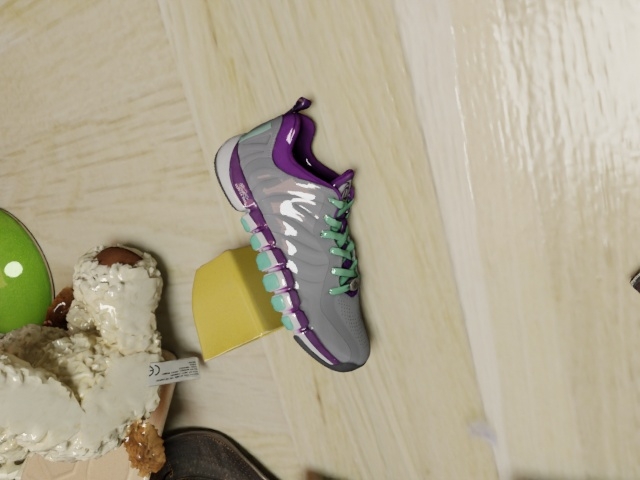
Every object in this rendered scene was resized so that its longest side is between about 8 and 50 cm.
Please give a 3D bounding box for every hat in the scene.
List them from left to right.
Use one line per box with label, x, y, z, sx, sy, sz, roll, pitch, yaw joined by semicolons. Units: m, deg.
hat;-0.158;0.395;0.625;0.331;0.134;0.332;10;112;24

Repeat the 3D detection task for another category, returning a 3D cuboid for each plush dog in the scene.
plush dog;-0.281;0.150;0.556;0.225;0.262;0.211;-6;120;37

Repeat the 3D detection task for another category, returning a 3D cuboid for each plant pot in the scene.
plant pot;-0.071;0.051;0.489;0.081;0.081;0.083;-30;80;33

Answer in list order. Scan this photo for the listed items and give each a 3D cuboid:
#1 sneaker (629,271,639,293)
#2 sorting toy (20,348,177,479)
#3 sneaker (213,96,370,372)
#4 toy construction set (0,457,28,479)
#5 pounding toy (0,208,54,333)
sneaker;0.231;0.019;0.338;0.057;0.047;0.120;1;107;40
sorting toy;-0.265;0.225;0.637;0.192;0.038;0.209;4;77;27
sneaker;0.000;0.000;0.430;0.098;0.083;0.224;-28;93;28
toy construction set;-0.425;0.389;0.752;0.215;0.151;0.328;22;113;33
pounding toy;-0.463;0.074;0.685;0.183;0.110;0.237;43;121;8
